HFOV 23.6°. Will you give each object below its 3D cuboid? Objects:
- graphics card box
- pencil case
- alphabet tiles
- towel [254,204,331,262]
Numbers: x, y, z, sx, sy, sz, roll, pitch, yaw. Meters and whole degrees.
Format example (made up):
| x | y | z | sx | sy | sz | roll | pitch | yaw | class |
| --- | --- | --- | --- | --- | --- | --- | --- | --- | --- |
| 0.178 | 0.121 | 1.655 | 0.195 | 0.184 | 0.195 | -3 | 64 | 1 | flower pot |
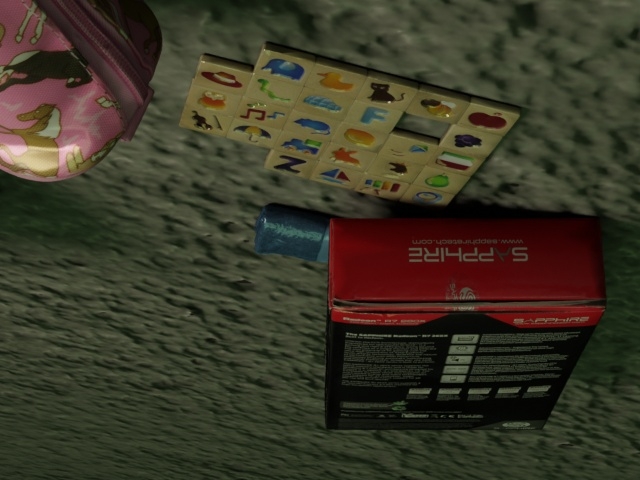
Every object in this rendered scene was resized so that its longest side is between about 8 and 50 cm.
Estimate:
| x | y | z | sx | sy | sz | roll | pitch | yaw | class |
| --- | --- | --- | --- | --- | --- | --- | --- | --- | --- |
| 0.119 | 0.087 | 1.424 | 0.233 | 0.094 | 0.371 | -1 | 156 | 0 | graphics card box |
| -0.232 | -0.181 | 0.891 | 0.160 | 0.167 | 0.386 | -29 | 149 | 5 | pencil case |
| 0.012 | -0.088 | 1.198 | 0.237 | 0.009 | 0.198 | 14 | 158 | -8 | alphabet tiles |
| 0.000 | 0.000 | 1.384 | 0.119 | 0.029 | 0.067 | 12 | 157 | -6 | towel |
